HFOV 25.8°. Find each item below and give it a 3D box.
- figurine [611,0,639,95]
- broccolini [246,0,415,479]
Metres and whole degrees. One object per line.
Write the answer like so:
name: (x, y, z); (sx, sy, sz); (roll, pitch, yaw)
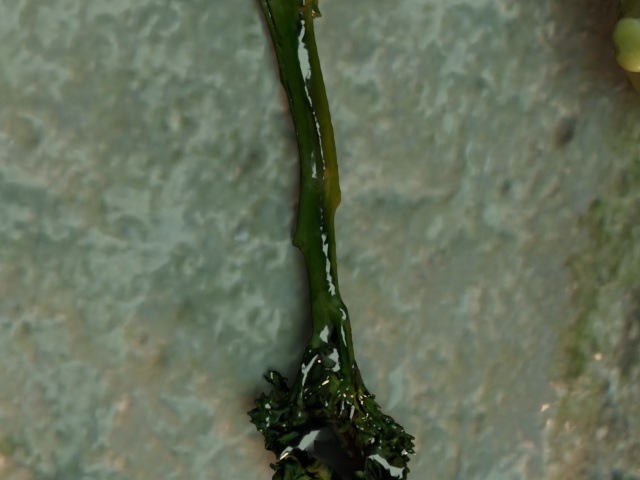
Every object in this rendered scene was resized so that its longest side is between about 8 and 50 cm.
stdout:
figurine: (0.301, -0.074, 0.646); (0.394, 0.227, 0.275); (3, 131, -14)
broccolini: (-0.007, 0.001, 0.623); (0.057, 0.071, 0.254); (-4, 101, 25)
